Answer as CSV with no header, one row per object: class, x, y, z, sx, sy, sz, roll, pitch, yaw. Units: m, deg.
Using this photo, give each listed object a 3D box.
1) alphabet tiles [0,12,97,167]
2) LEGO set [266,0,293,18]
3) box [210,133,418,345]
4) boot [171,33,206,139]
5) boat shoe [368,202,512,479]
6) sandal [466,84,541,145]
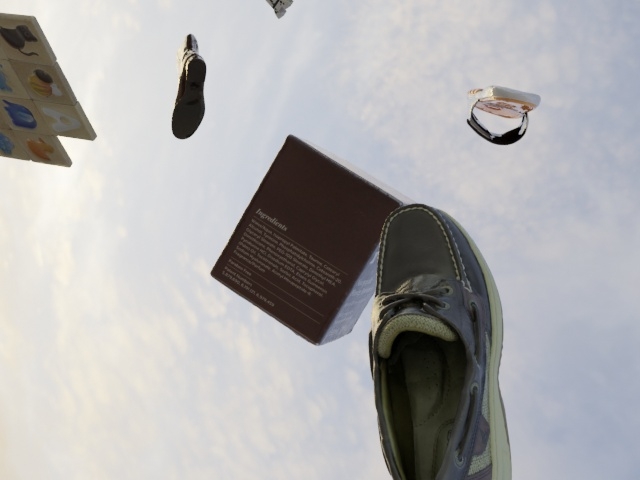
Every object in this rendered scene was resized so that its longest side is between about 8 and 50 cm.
alphabet tiles,-0.422,-0.192,0.919,0.342,0.011,0.285,10,-34,18
LEGO set,-0.052,-0.591,1.793,0.093,0.087,0.227,47,-34,-2
box,0.000,0.000,1.062,0.167,0.168,0.203,33,-81,14
boot,-0.164,-0.190,1.019,0.114,0.037,0.106,-121,-133,-58
boat shoe,0.068,0.064,0.516,0.080,0.073,0.224,-17,-124,22
sandal,0.266,-0.185,1.261,0.102,0.265,0.076,15,-83,5
